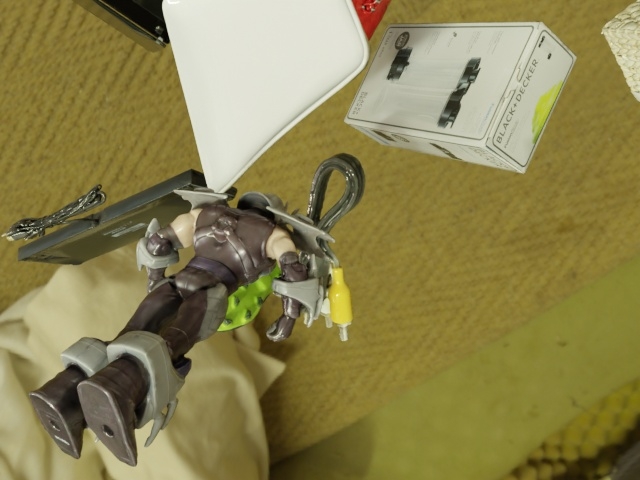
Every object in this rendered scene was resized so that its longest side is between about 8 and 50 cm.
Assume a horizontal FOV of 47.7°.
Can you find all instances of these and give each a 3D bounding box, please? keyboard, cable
[{"bbox_3d":[-0.289,-0.031,0.980,0.317,0.033,0.201,-21,166,23],"label":"keyboard"},{"bbox_3d":[0.000,0.000,0.993,0.072,0.139,0.287,-22,132,-44],"label":"cable"}]

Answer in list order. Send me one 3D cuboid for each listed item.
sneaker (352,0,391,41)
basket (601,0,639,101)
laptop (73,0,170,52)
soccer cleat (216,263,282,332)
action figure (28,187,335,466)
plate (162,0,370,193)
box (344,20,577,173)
[{"bbox_3d":[0.097,-0.440,1.216,0.107,0.118,0.279,20,105,-29],"label":"sneaker"},{"bbox_3d":[0.380,-0.202,0.729,0.113,0.167,0.103,-37,108,7],"label":"basket"},{"bbox_3d":[-0.272,-0.377,0.952,0.234,0.137,0.264,31,126,-22],"label":"laptop"},{"bbox_3d":[-0.097,0.063,0.846,0.072,0.179,0.060,-27,96,34],"label":"soccer cleat"},{"bbox_3d":[-0.104,0.047,0.596,0.185,0.285,0.099,6,130,33],"label":"action figure"},{"bbox_3d":[-0.064,-0.227,0.780,0.045,0.278,0.278,1,155,-42],"label":"plate"},{"bbox_3d":[0.177,-0.201,0.983,0.087,0.290,0.169,26,87,-36],"label":"box"}]
